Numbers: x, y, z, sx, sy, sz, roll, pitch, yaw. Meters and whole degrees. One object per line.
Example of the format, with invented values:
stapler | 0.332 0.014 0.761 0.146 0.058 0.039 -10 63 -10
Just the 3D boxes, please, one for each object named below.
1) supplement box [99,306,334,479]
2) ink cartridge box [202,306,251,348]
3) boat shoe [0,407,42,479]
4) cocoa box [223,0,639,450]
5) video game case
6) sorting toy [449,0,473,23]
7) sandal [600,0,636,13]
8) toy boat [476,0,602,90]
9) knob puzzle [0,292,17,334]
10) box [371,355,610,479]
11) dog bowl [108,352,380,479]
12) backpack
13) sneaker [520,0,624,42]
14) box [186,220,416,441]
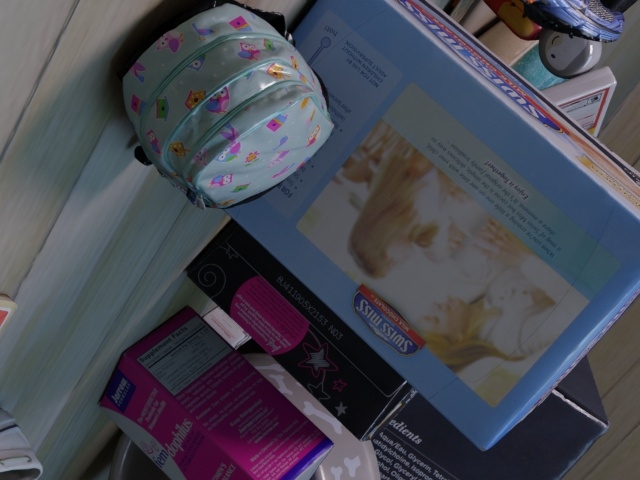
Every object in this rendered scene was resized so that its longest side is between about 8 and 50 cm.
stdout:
supplement box | -0.113 0.196 1.475 0.114 0.220 0.111 -35 162 -42
ink cartridge box | -0.109 0.102 1.603 0.083 0.048 0.028 -34 162 -46
boat shoe | -0.312 0.205 1.137 0.083 0.076 0.226 -55 166 31
cocoa box | 0.109 -0.034 1.185 0.231 0.347 0.228 -51 168 16
video game case | 0.221 -0.098 1.585 0.204 0.025 0.285 -20 162 -4
sorting toy | 0.140 -0.241 1.450 0.062 0.012 0.083 -49 173 35
sandal | 0.342 -0.322 1.748 0.167 0.107 0.446 -42 180 -29
toy boat | 0.221 -0.183 1.600 0.267 0.148 0.318 -43 168 -21
knob puzzle | -0.292 0.109 1.005 0.213 0.030 0.213 -45 168 -12
box | 0.104 0.238 1.882 0.472 0.297 0.480 -53 -171 17
dog bowl | -0.103 0.305 1.629 0.349 0.349 0.102 -51 155 17
backpack | -0.062 -0.093 0.956 0.152 0.115 0.182 -45 166 -1
sneaker | 0.234 -0.260 1.364 0.221 0.083 0.087 23 95 -41
box | 0.015 0.065 1.426 0.163 0.247 0.142 -47 170 0
